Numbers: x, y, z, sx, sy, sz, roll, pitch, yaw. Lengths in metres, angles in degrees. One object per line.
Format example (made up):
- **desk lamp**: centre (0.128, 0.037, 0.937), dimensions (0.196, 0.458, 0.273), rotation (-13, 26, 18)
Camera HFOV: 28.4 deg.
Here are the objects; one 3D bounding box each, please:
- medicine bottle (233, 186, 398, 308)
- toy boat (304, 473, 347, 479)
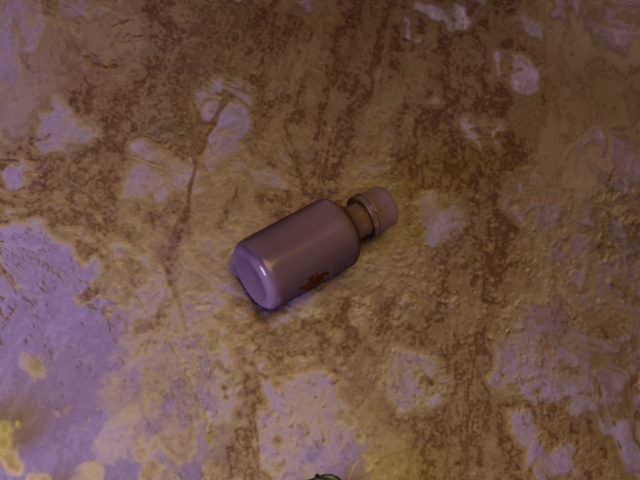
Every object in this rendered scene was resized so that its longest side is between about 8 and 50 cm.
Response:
- **medicine bottle**: centre (0.000, 0.000, 1.882), dimensions (0.252, 0.114, 0.114), rotation (-29, 79, -23)
- **toy boat**: centre (-0.062, 0.428, 1.714), dimensions (0.293, 0.099, 0.108), rotation (-35, 80, -31)
